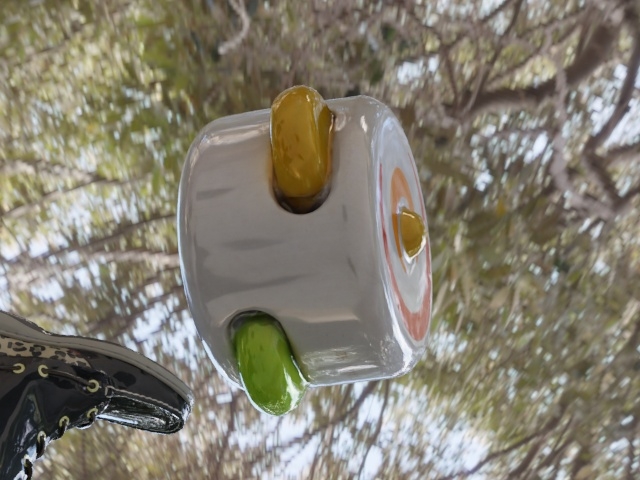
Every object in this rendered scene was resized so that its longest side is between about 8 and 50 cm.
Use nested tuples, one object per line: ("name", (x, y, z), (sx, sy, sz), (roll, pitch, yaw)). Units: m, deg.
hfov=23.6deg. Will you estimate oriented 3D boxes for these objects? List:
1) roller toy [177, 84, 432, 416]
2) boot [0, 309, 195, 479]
("roller toy", (0.000, 0.000, 1.036), (0.146, 0.191, 0.209), (-8, -85, 15))
("boot", (-0.221, 0.160, 1.206), (0.236, 0.085, 0.179), (21, -128, -20))
